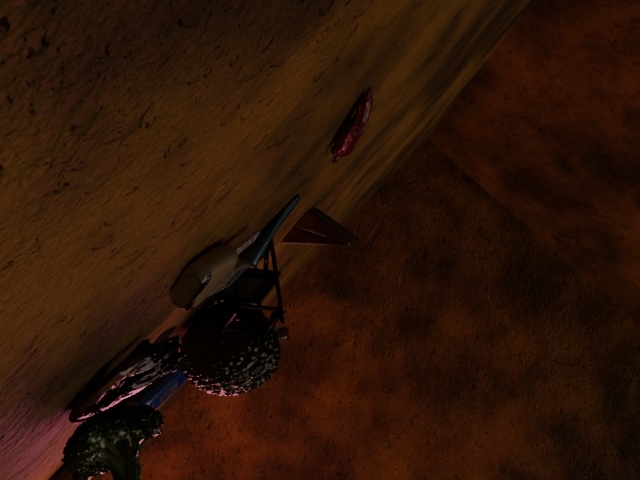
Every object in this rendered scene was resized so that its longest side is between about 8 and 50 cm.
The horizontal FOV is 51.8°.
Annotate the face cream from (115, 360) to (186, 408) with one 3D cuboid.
[{"bbox_3d":[-0.490,0.444,1.848,0.264,0.083,0.149,-43,173,-48],"label":"face cream"}]

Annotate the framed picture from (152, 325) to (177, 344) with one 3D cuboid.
[{"bbox_3d":[-0.380,0.238,1.575,0.066,0.007,0.089,-48,176,8],"label":"framed picture"}]

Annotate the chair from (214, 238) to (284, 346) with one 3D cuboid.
[{"bbox_3d":[-0.183,0.119,1.682,0.154,0.141,0.260,-51,-141,45],"label":"chair"}]

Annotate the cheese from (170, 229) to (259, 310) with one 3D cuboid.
[{"bbox_3d":[-0.194,0.041,1.310,0.127,0.054,0.251,-51,176,37],"label":"cheese"}]

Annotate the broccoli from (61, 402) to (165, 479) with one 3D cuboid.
[{"bbox_3d":[-0.402,0.427,1.316,0.220,0.194,0.194,-4,144,-43],"label":"broccoli"}]

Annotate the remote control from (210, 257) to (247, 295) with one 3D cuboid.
[{"bbox_3d":[-0.222,0.081,1.476,0.078,0.042,0.221,-49,177,11],"label":"remote control"}]

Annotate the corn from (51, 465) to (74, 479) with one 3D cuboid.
[{"bbox_3d":[-0.708,0.679,1.844,0.248,0.081,0.081,-47,176,-8],"label":"corn"}]

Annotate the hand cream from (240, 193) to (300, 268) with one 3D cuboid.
[{"bbox_3d":[-0.123,-0.019,1.619,0.224,0.048,0.083,-53,178,-17],"label":"hand cream"}]

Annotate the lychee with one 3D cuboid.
[{"bbox_3d":[-0.236,0.290,1.798,0.270,0.270,0.320,-49,163,13],"label":"lychee"}]

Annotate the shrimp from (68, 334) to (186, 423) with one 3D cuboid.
[{"bbox_3d":[-0.391,0.269,1.361,0.289,0.075,0.178,-27,167,-34],"label":"shrimp"}]

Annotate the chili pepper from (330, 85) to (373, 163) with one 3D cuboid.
[{"bbox_3d":[0.069,-0.236,1.431,0.059,0.050,0.268,-27,165,-30],"label":"chili pepper"}]

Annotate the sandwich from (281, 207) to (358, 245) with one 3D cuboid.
[{"bbox_3d":[0.000,0.000,2.086,0.144,0.187,0.117,-55,173,17],"label":"sandwich"}]
